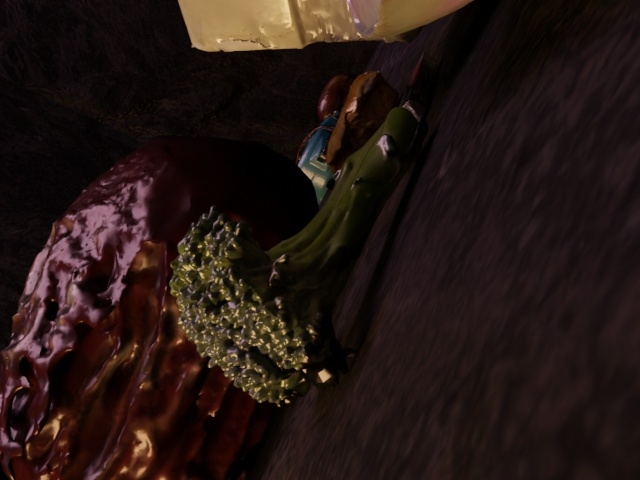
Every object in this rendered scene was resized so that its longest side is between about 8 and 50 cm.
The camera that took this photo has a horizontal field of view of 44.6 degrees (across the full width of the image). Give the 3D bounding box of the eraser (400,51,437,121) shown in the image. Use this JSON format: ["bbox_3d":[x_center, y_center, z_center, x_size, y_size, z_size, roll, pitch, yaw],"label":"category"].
[{"bbox_3d":[0.074,-0.114,0.602,0.099,0.019,0.027,-68,4,-49],"label":"eraser"}]

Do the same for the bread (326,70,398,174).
[{"bbox_3d":[0.042,-0.127,0.874,0.132,0.053,0.074,118,176,-64],"label":"bread"}]

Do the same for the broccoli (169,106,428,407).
[{"bbox_3d":[0.001,-0.001,0.458,0.204,0.122,0.118,-51,12,-28],"label":"broccoli"}]

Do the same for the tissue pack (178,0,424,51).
[{"bbox_3d":[0.000,-0.356,0.509,0.297,0.207,0.381,-56,-36,-42],"label":"tissue pack"}]

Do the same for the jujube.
[{"bbox_3d":[-0.135,0.091,0.648,0.377,0.258,0.258,-61,3,-11],"label":"jujube"}]

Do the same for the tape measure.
[{"bbox_3d":[-0.001,-0.123,1.255,0.146,0.081,0.125,-63,1,38],"label":"tape measure"}]

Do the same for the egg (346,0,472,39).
[{"bbox_3d":[0.071,-0.218,0.296,0.206,0.161,0.271,-106,2,-61],"label":"egg"}]

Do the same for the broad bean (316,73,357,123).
[{"bbox_3d":[0.043,-0.245,1.416,0.165,0.084,0.114,-52,-17,-80],"label":"broad bean"}]
